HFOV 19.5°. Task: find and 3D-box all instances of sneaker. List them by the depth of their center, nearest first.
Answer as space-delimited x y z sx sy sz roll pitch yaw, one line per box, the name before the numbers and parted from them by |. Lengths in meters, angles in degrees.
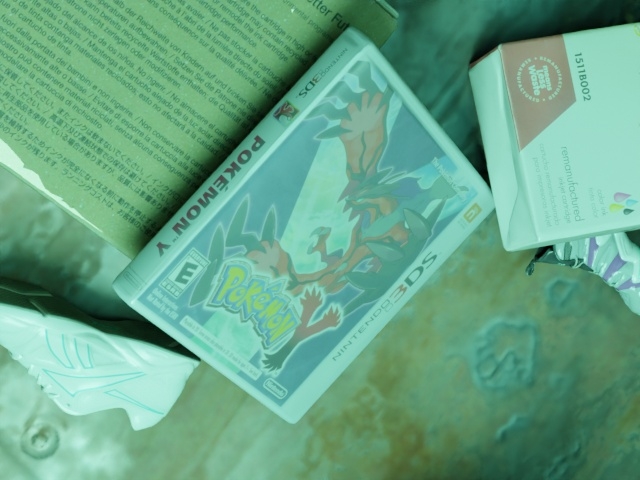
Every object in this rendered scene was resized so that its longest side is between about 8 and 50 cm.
sneaker | -0.144 0.065 1.045 0.152 0.054 0.061 22 101 -21
sneaker | 0.157 0.011 1.128 0.069 0.038 0.098 -26 102 -6

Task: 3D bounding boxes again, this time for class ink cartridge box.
ink cartridge box | -0.109 -0.117 0.972 0.234 0.088 0.193 38 92 -29
ink cartridge box | 0.197 -0.068 1.080 0.198 0.067 0.115 -10 86 -14

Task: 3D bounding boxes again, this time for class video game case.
video game case | 0.000 0.000 1.026 0.183 0.023 0.201 -47 145 -1
